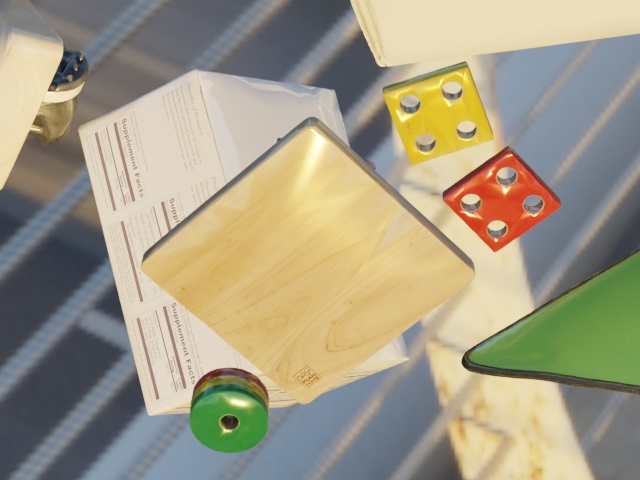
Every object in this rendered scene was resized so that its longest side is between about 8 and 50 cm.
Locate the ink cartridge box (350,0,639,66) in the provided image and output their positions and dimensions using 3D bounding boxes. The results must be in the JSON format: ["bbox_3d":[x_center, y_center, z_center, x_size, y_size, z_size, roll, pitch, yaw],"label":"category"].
[{"bbox_3d":[0.091,-0.227,0.734,0.198,0.197,0.270,-7,78,6],"label":"ink cartridge box"}]

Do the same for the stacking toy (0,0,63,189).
[{"bbox_3d":[-0.225,-0.076,0.889,0.130,0.309,0.279,11,35,-23],"label":"stacking toy"}]

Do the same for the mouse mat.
[{"bbox_3d":[0.168,0.029,0.808,0.152,0.007,0.190,-27,20,-33],"label":"mouse mat"}]

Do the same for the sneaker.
[{"bbox_3d":[-0.317,-0.135,1.717,0.234,0.106,0.078,14,43,5],"label":"sneaker"}]

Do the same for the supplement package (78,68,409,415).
[{"bbox_3d":[-0.065,0.005,1.720,0.145,0.204,0.262,-23,76,33],"label":"supplement package"}]

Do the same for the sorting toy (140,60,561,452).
[{"bbox_3d":[0.000,0.000,1.091,0.274,0.132,0.046,-39,25,23],"label":"sorting toy"}]
